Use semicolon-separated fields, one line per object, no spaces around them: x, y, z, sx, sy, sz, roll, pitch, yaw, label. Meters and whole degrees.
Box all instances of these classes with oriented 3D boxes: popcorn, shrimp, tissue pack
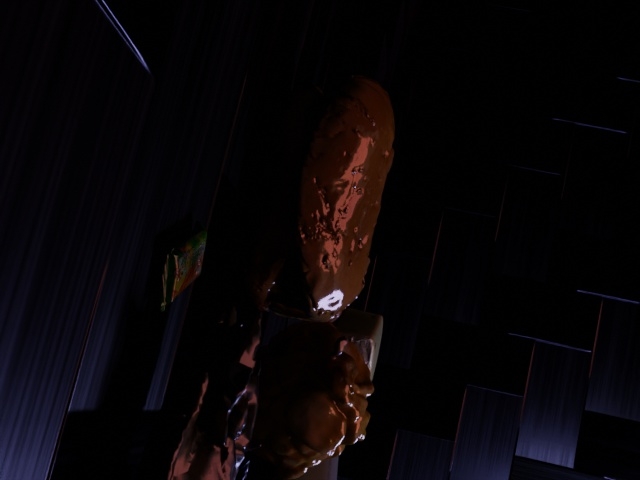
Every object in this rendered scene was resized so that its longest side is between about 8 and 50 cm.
-0.018;0.174;0.935;0.163;0.140;0.194;-40;-166;-2;popcorn
-0.117;0.263;0.660;0.272;0.085;0.445;92;14;-80;shrimp
0.043;0.226;1.650;0.234;0.125;0.159;-30;132;-80;tissue pack

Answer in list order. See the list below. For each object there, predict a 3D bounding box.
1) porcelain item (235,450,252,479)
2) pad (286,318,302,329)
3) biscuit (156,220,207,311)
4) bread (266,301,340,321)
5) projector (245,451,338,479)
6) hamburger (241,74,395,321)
-0.097;0.308;1.110;0.136;0.021;0.075;79;28;-71;porcelain item
-0.022;0.038;1.316;0.159;0.009;0.265;-48;151;-77;pad
-0.099;0.017;0.629;0.089;0.016;0.046;-53;154;-74;biscuit
0.000;0.000;1.031;0.199;0.104;0.199;12;90;-85;bread
-0.039;0.302;0.942;0.337;0.108;0.108;-81;179;-64;projector
0.001;-0.047;0.879;0.131;0.124;0.262;20;81;-82;hamburger
